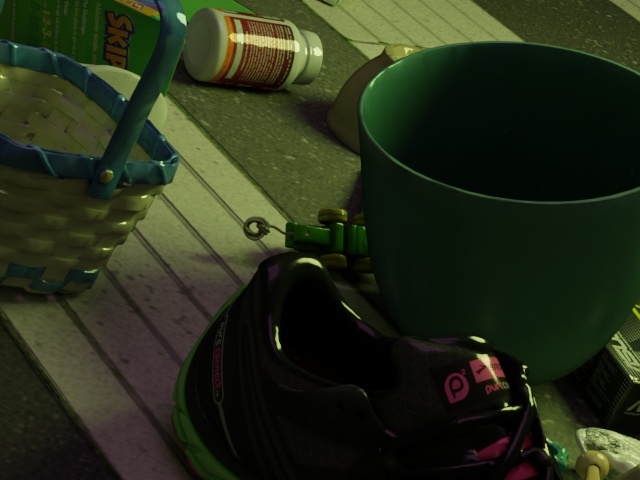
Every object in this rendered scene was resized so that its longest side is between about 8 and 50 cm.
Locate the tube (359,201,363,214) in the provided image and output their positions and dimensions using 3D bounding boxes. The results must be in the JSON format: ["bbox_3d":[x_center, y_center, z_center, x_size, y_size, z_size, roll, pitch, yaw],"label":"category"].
[{"bbox_3d":[0.076,-0.040,1.800,0.080,0.052,0.207,28,20,0],"label":"tube"}]

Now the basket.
[{"bbox_3d":[-0.232,-0.123,1.413,0.201,0.289,0.255,0,34,-40],"label":"basket"}]

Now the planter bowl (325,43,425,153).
[{"bbox_3d":[0.100,-0.162,1.986,0.162,0.109,0.162,18,24,-9],"label":"planter bowl"}]

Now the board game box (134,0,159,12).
[{"bbox_3d":[-0.349,-0.335,1.992,0.233,0.078,0.347,8,29,-28],"label":"board game box"}]

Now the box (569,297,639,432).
[{"bbox_3d":[0.330,0.098,1.715,0.216,0.060,0.270,11,27,-25],"label":"box"}]

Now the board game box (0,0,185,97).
[{"bbox_3d":[-0.268,-0.216,1.766,0.259,0.124,0.039,27,25,8],"label":"board game box"}]

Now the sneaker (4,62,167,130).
[{"bbox_3d":[-0.260,-0.153,1.717,0.212,0.080,0.094,9,16,-24],"label":"sneaker"}]

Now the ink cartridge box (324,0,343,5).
[{"bbox_3d":[-0.007,-0.463,2.481,0.211,0.121,0.289,26,24,6],"label":"ink cartridge box"}]

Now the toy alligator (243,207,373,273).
[{"bbox_3d":[0.000,0.000,1.654,0.189,0.056,0.051,7,-13,-28],"label":"toy alligator"}]

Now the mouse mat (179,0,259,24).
[{"bbox_3d":[-0.133,-0.286,2.161,0.189,0.007,0.152,33,26,23],"label":"mouse mat"}]

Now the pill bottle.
[{"bbox_3d":[-0.077,-0.220,1.981,0.152,0.086,0.086,4,31,-35],"label":"pill bottle"}]

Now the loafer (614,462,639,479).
[{"bbox_3d":[0.337,0.257,1.363,0.268,0.092,0.102,20,25,-8],"label":"loafer"}]

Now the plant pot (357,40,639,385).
[{"bbox_3d":[0.174,-0.013,1.550,0.293,0.235,0.293,1,34,-1],"label":"plant pot"}]

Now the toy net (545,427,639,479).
[{"bbox_3d":[0.194,0.190,1.444,0.232,0.045,0.122,1,30,-41],"label":"toy net"}]

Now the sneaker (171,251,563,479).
[{"bbox_3d":[0.087,0.176,1.188,0.483,0.202,0.185,35,28,25],"label":"sneaker"}]
